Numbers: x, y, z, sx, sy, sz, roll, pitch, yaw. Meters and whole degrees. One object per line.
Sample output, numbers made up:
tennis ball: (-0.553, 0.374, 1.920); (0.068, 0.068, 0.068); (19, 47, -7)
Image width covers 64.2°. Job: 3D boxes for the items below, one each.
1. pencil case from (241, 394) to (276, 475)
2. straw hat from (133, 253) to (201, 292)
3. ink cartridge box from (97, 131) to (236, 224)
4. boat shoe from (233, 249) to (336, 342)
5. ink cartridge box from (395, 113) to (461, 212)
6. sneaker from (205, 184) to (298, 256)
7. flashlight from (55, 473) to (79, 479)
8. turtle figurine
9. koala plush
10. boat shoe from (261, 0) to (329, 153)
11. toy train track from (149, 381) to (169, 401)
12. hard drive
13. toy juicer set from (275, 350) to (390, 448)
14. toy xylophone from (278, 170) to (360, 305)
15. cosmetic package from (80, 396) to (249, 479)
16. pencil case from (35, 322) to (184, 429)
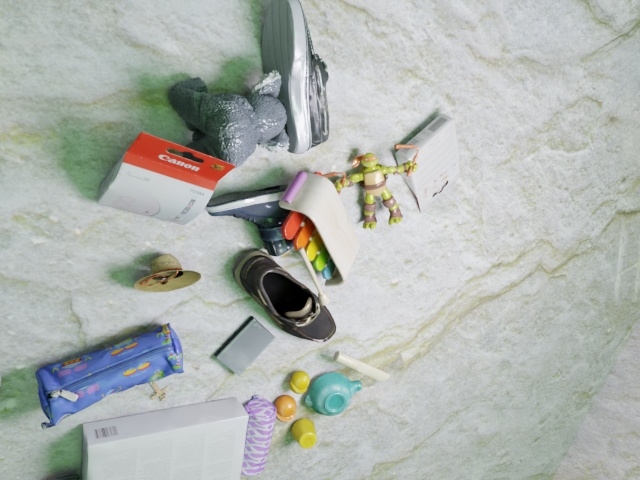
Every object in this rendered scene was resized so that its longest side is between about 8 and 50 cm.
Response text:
pencil case: (-0.175, 0.528, 1.370); (0.088, 0.086, 0.206); (-2, 109, -39)
straw hat: (-0.336, 0.062, 1.113); (0.144, 0.144, 0.061); (-5, 68, -30)
ink cartridge box: (-0.300, -0.106, 0.983); (0.188, 0.232, 0.066); (16, 68, -34)
boat shoe: (-0.072, 0.166, 1.272); (0.132, 0.130, 0.355); (-51, 125, -5)
ink cartridge box: (0.308, -0.212, 1.428); (0.181, 0.056, 0.225); (-42, 142, -12)
sneaker: (-0.149, -0.034, 1.179); (0.226, 0.086, 0.164); (-11, 110, -29)
flashlight: (-0.672, 0.583, 1.077); (0.303, 0.103, 0.103); (-1, 109, -32)
turtle figurine: (0.127, -0.138, 1.312); (0.269, 0.087, 0.218); (-17, 122, -2)
koala plush: (-0.157, -0.241, 1.050); (0.221, 0.203, 0.197); (-25, 120, -35)
boat shoe: (-0.044, -0.361, 1.120); (0.119, 0.121, 0.336); (-26, 130, -31)
toy train track: (-0.391, 0.356, 1.219); (0.048, 0.014, 0.083); (-32, 121, -18)
hard drive: (-0.192, 0.269, 1.304); (0.135, 0.022, 0.094); (-46, 124, -9)
toy juicer set: (0.010, 0.416, 1.450); (0.329, 0.089, 0.209); (-41, 111, -3)
toy xylophone: (0.000, 0.000, 1.216); (0.236, 0.081, 0.323); (-56, 138, -39)
cosmetic package: (-0.379, 0.558, 1.251); (0.376, 0.097, 0.285); (0, 106, -31)
pencil case: (-0.444, 0.280, 1.090); (0.305, 0.133, 0.120); (-19, 87, -26)
